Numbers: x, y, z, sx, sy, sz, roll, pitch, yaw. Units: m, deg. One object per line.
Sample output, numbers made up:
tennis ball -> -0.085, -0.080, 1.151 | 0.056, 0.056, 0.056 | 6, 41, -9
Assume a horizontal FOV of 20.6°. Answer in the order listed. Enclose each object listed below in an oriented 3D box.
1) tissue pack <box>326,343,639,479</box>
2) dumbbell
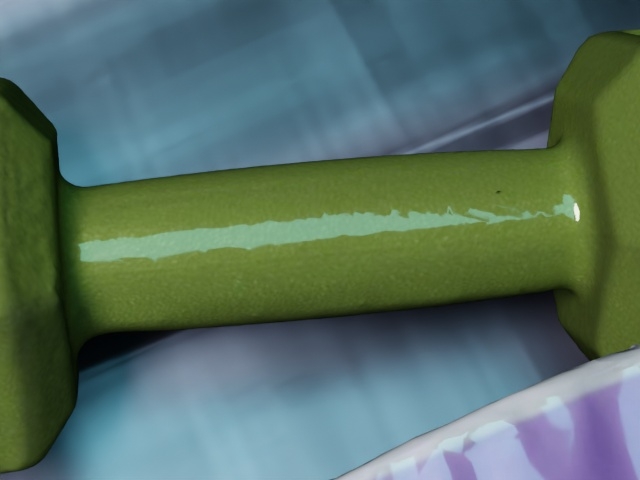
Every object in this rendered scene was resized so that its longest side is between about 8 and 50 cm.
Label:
tissue pack -> 0.099, 0.195, 0.388 | 0.160, 0.242, 0.338 | -21, 75, -13
dumbbell -> 0.000, 0.000, 0.517 | 0.302, 0.121, 0.108 | -5, 100, -5
